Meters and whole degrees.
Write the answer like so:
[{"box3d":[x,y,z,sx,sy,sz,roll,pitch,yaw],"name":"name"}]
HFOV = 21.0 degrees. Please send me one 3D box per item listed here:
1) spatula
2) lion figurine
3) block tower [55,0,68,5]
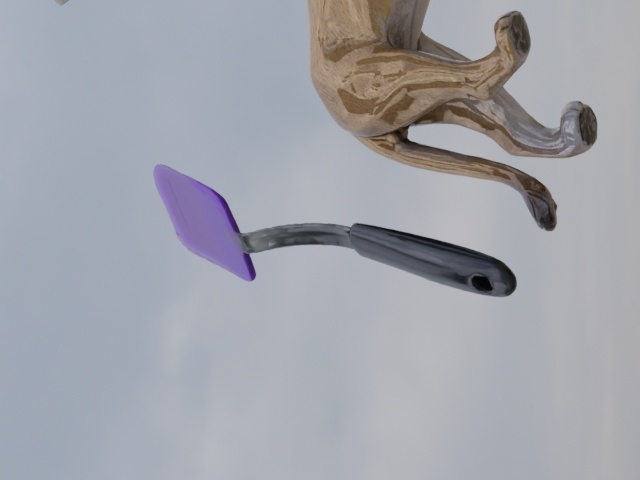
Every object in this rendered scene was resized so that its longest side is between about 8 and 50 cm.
[{"box3d":[0.000,0.000,1.112,0.030,0.296,0.084,-50,-46,-35],"name":"spatula"},{"box3d":[0.037,-0.190,1.163,0.142,0.240,0.392,-7,-90,-57],"name":"lion figurine"},{"box3d":[-0.066,-0.248,0.963,0.097,0.335,0.091,51,-130,-12],"name":"block tower"}]
